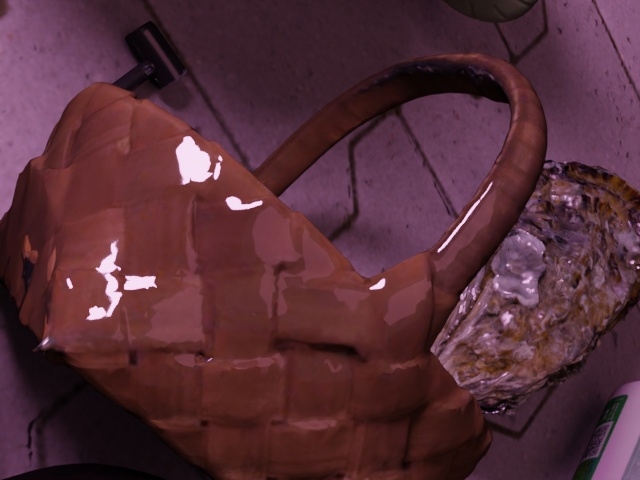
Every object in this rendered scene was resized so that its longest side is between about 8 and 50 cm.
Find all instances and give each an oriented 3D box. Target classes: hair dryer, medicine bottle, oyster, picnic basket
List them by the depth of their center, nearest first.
[{"bbox_3d":[0.000,0.000,0.634,0.337,0.293,0.337,-6,103,-25],"label":"picnic basket"},{"bbox_3d":[-0.140,-0.118,0.725,0.083,0.026,0.047,-45,110,-27],"label":"hair dryer"},{"bbox_3d":[0.192,0.047,0.918,0.162,0.158,0.351,38,59,20],"label":"oyster"},{"bbox_3d":[0.295,0.276,0.961,0.133,0.133,0.274,52,54,-22],"label":"medicine bottle"}]

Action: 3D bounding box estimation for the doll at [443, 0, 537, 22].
[{"bbox_3d":[0.113,-0.329,0.830,0.268,0.284,0.216,45,56,8],"label":"doll"}]

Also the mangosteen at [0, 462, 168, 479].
[{"bbox_3d":[-0.136,0.269,0.518,0.297,0.313,0.297,41,24,-22],"label":"mangosteen"}]
